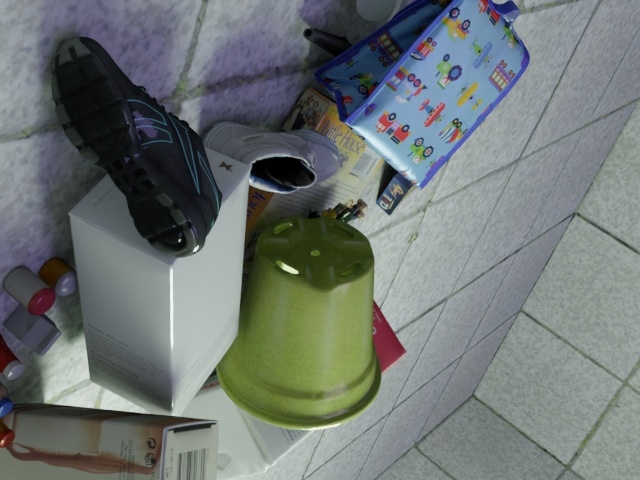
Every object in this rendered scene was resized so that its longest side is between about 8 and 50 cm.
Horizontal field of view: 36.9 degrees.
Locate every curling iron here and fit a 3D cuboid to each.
[{"bbox_3d":[0.045,-0.301,1.465,0.068,0.035,0.274,-33,165,27],"label":"curling iron"}]

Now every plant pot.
[{"bbox_3d":[-0.022,0.110,1.505,0.276,0.276,0.254,-33,142,-41],"label":"plant pot"}]

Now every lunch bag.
[{"bbox_3d":[0.180,-0.254,1.443,0.293,0.138,0.221,-40,137,15],"label":"lunch bag"}]

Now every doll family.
[{"bbox_3d":[0.000,0.000,1.614,0.111,0.076,0.193,-36,156,-45],"label":"doll family"}]

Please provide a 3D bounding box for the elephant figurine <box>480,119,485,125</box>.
[{"bbox_3d":[0.198,-0.277,1.688,0.169,0.239,0.186,-25,113,-6],"label":"elephant figurine"}]

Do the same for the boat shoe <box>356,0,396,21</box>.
[{"bbox_3d":[0.089,-0.419,1.351,0.070,0.077,0.219,-91,-168,-45],"label":"boat shoe"}]

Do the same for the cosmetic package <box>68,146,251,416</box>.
[{"bbox_3d":[-0.208,0.056,1.290,0.197,0.155,0.365,-54,161,-40],"label":"cosmetic package"}]

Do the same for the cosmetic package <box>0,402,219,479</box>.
[{"bbox_3d":[-0.301,0.295,1.288,0.153,0.296,0.129,15,77,-68],"label":"cosmetic package"}]

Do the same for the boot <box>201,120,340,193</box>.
[{"bbox_3d":[-0.042,-0.105,1.381,0.258,0.123,0.095,2,117,-44],"label":"boot"}]

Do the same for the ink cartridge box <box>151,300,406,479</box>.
[{"bbox_3d":[-0.075,0.264,1.752,0.384,0.160,0.279,-33,-177,-42],"label":"ink cartridge box"}]

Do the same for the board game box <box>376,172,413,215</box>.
[{"bbox_3d":[0.221,-0.170,1.945,0.243,0.042,0.165,-46,176,-18],"label":"board game box"}]

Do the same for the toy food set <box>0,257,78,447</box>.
[{"bbox_3d":[-0.372,0.134,1.186,0.232,0.104,0.111,-51,158,-6],"label":"toy food set"}]

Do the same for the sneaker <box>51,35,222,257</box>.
[{"bbox_3d":[-0.200,-0.110,1.067,0.267,0.101,0.106,61,38,-19],"label":"sneaker"}]

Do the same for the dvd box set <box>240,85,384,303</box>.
[{"bbox_3d":[-0.052,-0.039,1.630,0.420,0.062,0.307,-57,158,10],"label":"dvd box set"}]
